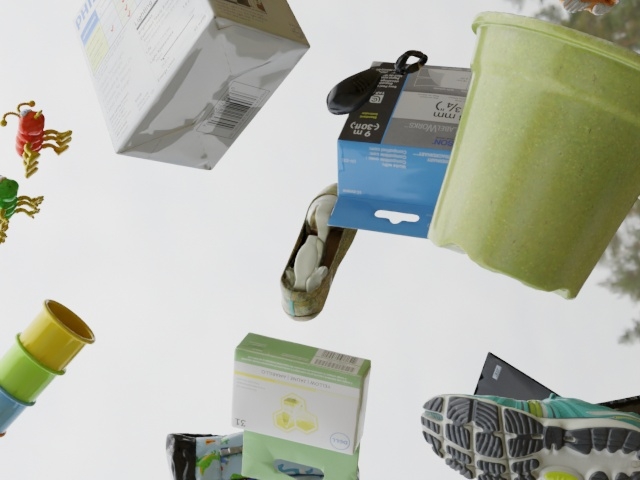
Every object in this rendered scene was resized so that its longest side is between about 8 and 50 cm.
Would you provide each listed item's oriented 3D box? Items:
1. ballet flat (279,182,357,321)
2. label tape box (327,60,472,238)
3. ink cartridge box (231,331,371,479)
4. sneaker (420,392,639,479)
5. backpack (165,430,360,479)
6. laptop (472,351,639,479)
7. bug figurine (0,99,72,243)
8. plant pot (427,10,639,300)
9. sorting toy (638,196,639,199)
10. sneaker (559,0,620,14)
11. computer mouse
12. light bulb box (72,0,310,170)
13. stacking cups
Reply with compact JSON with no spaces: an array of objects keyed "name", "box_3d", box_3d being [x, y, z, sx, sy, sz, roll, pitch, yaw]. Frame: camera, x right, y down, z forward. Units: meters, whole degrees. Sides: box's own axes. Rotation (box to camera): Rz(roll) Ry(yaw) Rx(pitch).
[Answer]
[{"name":"ballet flat","box_3d":[0.000,0.000,1.933,0.123,0.123,0.348,46,-128,-39]},{"name":"label tape box","box_3d":[0.164,-0.166,1.645,0.106,0.240,0.334,76,-151,-47]},{"name":"ink cartridge box","box_3d":[-0.030,0.246,1.225,0.056,0.171,0.235,-52,-30,-63]},{"name":"sneaker","box_3d":[0.255,0.229,1.100,0.110,0.275,0.107,-45,-40,-69]},{"name":"backpack","box_3d":[-0.094,0.490,1.796,0.273,0.355,0.290,-120,24,-52]},{"name":"laptop","box_3d":[0.388,0.279,1.497,0.234,0.264,0.136,97,159,-46]},{"name":"bug figurine","box_3d":[-0.459,-0.061,1.256,0.072,0.216,0.279,35,-136,7]},{"name":"plant pot","box_3d":[0.247,-0.082,1.044,0.276,0.276,0.254,15,-80,-55]},{"name":"sorting toy","box_3d":[0.558,-0.120,1.366,0.193,0.208,0.038,46,-158,25]},{"name":"sneaker","box_3d":[0.419,-0.419,1.503,0.215,0.084,0.083,-3,-120,-57]},{"name":"computer mouse","box_3d":[0.100,-0.252,1.506,0.242,0.071,0.041,-31,-111,-36]},{"name":"light bulb box","box_3d":[-0.258,-0.390,1.772,0.225,0.358,0.361,8,-133,-43]},{"name":"stacking cups","box_3d":[-0.458,0.231,1.332,0.096,0.316,0.096,41,179,1]}]
